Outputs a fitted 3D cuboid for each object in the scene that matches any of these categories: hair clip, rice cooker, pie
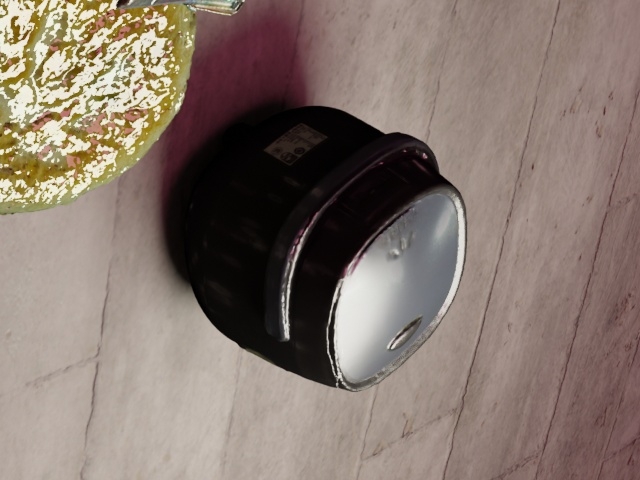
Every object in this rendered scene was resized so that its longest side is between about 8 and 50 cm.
[{"bbox_3d":[-0.120,-0.209,1.474,0.173,0.049,0.049,-5,119,-58],"label":"hair clip"},{"bbox_3d":[0.000,0.000,1.778,0.267,0.224,0.267,-35,141,-34],"label":"rice cooker"},{"bbox_3d":[-0.220,-0.156,1.487,0.323,0.070,0.323,-35,141,-34],"label":"pie"}]
